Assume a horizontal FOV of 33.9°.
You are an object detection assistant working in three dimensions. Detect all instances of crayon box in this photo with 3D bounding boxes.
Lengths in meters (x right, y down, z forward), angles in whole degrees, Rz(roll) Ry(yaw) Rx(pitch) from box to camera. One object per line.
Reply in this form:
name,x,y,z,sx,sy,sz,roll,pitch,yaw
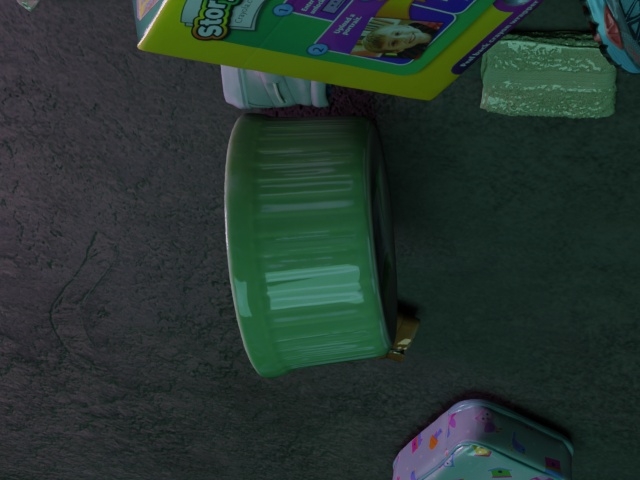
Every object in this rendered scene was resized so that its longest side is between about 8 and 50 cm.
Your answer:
crayon box,0.055,-0.266,0.848,0.313,0.106,0.363,6,153,-30

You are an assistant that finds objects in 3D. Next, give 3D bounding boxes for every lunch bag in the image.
lunch bag,0.247,0.369,1.620,0.224,0.107,0.279,23,136,-13

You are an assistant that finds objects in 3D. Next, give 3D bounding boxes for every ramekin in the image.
ramekin,0.000,0.000,1.189,0.148,0.303,0.303,-5,133,9

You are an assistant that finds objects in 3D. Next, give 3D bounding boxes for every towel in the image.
towel,0.247,-0.177,1.131,0.148,0.027,0.110,4,136,11

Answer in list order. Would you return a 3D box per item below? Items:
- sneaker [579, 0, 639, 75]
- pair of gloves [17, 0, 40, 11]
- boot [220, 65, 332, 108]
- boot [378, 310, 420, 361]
sneaker,0.296,-0.267,0.974,0.125,0.104,0.262,-14,129,24
pair of gloves,-0.329,-0.361,1.092,0.204,0.042,0.240,-26,125,30
boot,-0.043,-0.238,1.057,0.123,0.095,0.258,3,143,6
boot,0.061,0.095,1.425,0.152,0.073,0.197,15,148,2
